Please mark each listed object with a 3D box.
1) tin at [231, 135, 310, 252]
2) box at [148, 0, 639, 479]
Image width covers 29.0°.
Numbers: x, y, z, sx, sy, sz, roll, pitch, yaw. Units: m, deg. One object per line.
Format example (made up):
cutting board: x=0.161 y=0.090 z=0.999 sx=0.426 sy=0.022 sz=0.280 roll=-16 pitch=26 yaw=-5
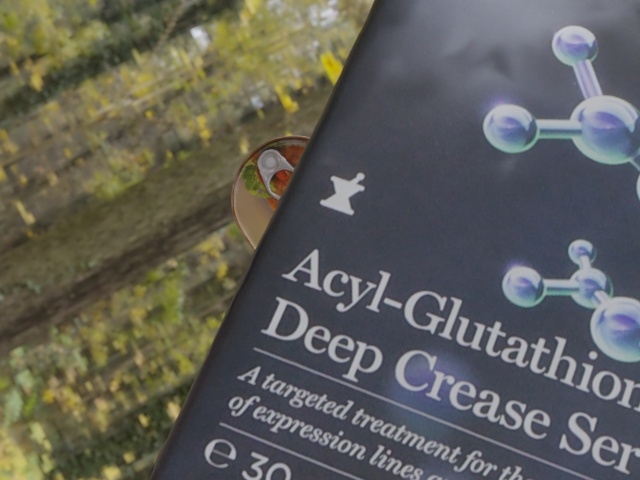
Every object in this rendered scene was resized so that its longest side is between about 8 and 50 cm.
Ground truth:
tin: x=0.000 y=0.000 z=1.052 sx=0.189 sy=0.106 sz=0.040 roll=58 pitch=2 yaw=10
box: x=0.130 y=0.037 z=0.656 sx=0.293 sy=0.395 sz=0.212 roll=20 pitch=-25 yaw=8
